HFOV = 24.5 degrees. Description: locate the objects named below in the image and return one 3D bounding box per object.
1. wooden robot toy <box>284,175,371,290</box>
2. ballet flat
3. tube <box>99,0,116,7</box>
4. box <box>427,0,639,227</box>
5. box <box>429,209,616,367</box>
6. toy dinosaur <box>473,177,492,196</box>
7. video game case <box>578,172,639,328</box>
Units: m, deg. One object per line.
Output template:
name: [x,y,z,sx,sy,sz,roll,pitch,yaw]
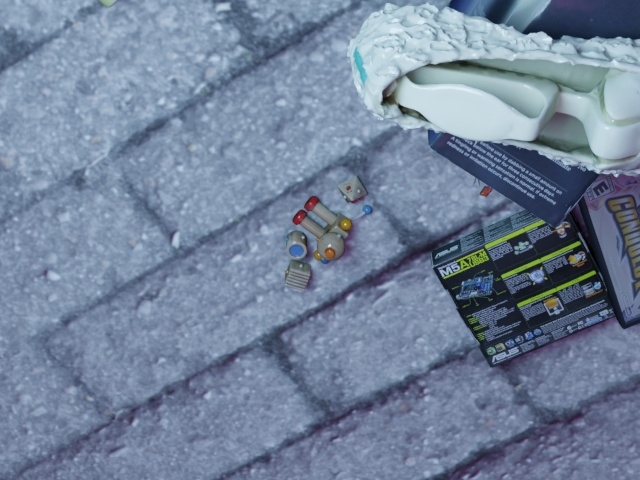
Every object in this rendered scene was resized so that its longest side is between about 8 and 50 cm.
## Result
wooden robot toy: [0.000,0.000,1.851,0.076,0.079,0.173,32,116,-17]
ballet flat: [0.223,-0.122,1.401,0.409,0.147,0.147,9,120,-2]
tube: [-0.305,-0.368,1.658,0.240,0.062,0.070,43,69,-16]
box: [0.261,-0.229,1.587,0.182,0.296,0.294,31,115,-16]
box: [0.265,0.055,1.899,0.190,0.045,0.184,-25,115,15]
toy dinosaur: [0.193,-0.093,1.790,0.047,0.082,0.090,-36,113,20]
video game case: [0.450,-0.048,1.816,0.248,0.035,0.275,-22,118,2]
